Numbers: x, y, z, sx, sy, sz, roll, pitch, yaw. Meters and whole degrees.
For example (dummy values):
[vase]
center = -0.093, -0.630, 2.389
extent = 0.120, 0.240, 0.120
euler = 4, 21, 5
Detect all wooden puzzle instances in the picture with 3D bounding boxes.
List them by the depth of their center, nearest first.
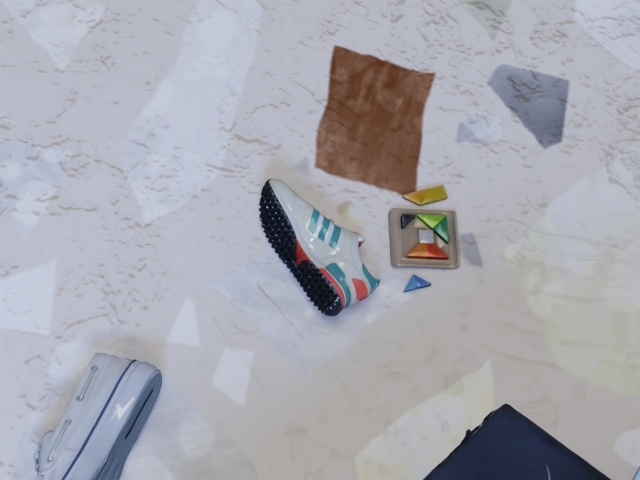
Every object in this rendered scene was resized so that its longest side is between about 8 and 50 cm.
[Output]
[wooden puzzle]
center = 0.109, -0.004, 1.410
extent = 0.078, 0.014, 0.116
euler = -6, 66, -8

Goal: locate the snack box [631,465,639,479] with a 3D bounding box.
[snack box]
center = 0.305, 0.232, 0.942
extent = 0.207, 0.070, 0.174
euler = 30, 48, 17

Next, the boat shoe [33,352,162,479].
[boat shoe]
center = -0.228, 0.205, 1.254
extent = 0.075, 0.083, 0.226
euler = 17, 53, 15

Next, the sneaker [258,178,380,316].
[sneaker]
center = 0.000, 0.000, 1.382
extent = 0.075, 0.057, 0.161
euler = -21, 67, -32

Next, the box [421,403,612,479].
[box]
center = 0.148, 0.458, 0.947
extent = 0.480, 0.297, 0.471
euler = 36, 49, 24
